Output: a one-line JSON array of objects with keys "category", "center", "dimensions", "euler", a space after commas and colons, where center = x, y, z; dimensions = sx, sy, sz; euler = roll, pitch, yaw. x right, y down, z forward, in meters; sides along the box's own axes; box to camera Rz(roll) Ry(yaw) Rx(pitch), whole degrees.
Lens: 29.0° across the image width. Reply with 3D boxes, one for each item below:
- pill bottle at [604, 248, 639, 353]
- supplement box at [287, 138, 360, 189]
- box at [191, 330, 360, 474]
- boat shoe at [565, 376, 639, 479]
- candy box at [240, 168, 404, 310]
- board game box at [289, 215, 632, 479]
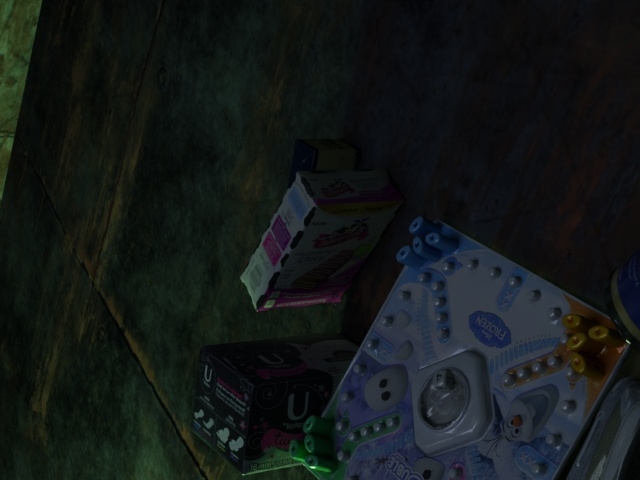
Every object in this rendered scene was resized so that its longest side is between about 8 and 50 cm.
[{"category": "pill bottle", "center": [0.399, 0.024, 1.248], "dimensions": [0.219, 0.123, 0.123], "euler": [-50, 52, 45]}, {"category": "supplement box", "center": [0.005, -0.106, 1.862], "dimensions": [0.056, 0.083, 0.083], "euler": [36, 122, 49]}, {"category": "box", "center": [-0.039, 0.230, 1.806], "dimensions": [0.163, 0.247, 0.142], "euler": [27, 116, 52]}, {"category": "boat shoe", "center": [0.310, 0.310, 1.394], "dimensions": [0.320, 0.118, 0.103], "euler": [-69, 24, 11]}, {"category": "candy box", "center": [0.000, 0.000, 1.811], "dimensions": [0.071, 0.159, 0.233], "euler": [60, 139, 32]}, {"category": "board game box", "center": [0.154, 0.200, 1.560], "dimensions": [0.390, 0.050, 0.390], "euler": [34, 97, 50]}]
